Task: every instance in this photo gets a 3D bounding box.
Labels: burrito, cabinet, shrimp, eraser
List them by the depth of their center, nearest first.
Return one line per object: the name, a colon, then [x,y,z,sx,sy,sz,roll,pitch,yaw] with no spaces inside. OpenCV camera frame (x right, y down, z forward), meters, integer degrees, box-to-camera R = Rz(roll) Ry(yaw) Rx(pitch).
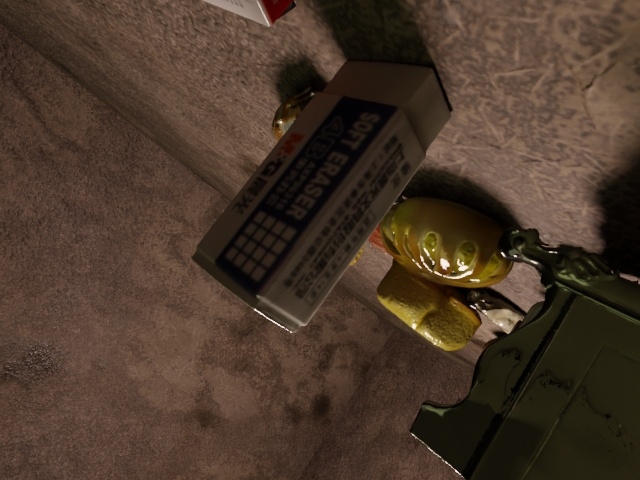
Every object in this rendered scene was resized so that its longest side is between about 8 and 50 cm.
cabinet: [0.307,0.154,0.377,0.318,0.227,0.290,31,-167,36]
eraser: [0.002,-0.056,0.430,0.124,0.278,0.081,27,168,43]
shrimp: [0.015,-0.133,0.679,0.185,0.068,0.287,28,171,48]
burrito: [0.419,0.179,0.910,0.230,0.058,0.063,38,176,-5]

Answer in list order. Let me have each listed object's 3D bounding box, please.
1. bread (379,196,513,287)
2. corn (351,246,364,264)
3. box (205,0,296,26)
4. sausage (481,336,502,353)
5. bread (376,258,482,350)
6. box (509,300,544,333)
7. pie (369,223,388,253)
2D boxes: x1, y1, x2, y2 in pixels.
bread: [0.191,0.013,0.653,0.214,0.104,0.213,23,169,5]
corn: [0.000,0.000,1.230,0.144,0.143,0.387,39,171,-27]
box: [-0.105,-0.286,0.341,0.123,0.050,0.229,33,172,23]
sausage: [0.539,0.319,1.014,0.137,0.123,0.501,7,177,-12]
bread: [0.265,0.152,1.030,0.270,0.148,0.270,36,180,0]
box: [0.466,0.254,0.713,0.294,0.193,0.167,29,175,34]
pie: [0.178,0.007,0.871,0.219,0.054,0.204,29,171,30]
